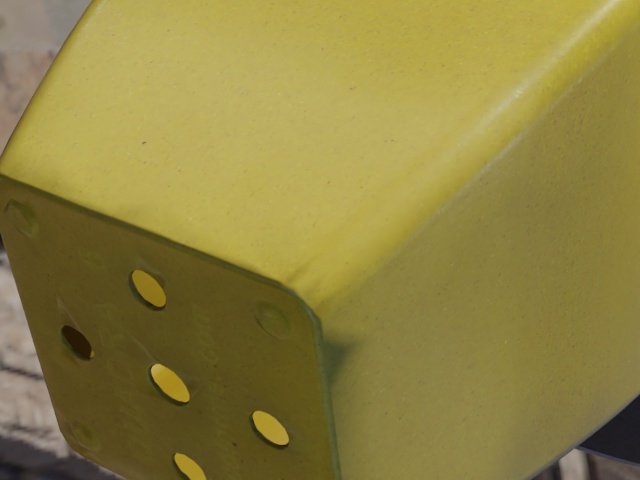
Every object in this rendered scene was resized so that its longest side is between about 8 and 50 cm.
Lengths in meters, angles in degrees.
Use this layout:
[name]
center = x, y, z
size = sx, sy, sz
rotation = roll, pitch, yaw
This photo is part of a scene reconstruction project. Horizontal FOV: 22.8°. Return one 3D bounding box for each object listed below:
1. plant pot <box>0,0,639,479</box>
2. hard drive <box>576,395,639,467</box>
[plant pot]
center = 0.000, 0.000, 0.611
size = 0.187, 0.212, 0.212
rotation = -45, 142, -37
[hard drive]
center = 0.167, 0.053, 0.885
size = 0.255, 0.172, 0.054
rotation = 23, 44, -25
